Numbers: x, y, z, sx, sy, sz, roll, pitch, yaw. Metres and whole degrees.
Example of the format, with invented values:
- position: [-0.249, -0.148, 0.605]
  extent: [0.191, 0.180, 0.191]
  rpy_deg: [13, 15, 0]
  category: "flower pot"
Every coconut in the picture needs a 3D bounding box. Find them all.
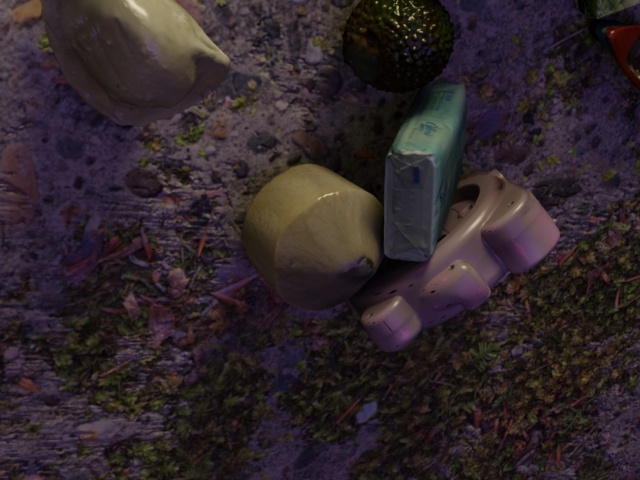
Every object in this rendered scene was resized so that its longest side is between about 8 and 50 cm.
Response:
- position: [0.000, 0.000, 1.468]
  extent: [0.202, 0.222, 0.202]
  rpy_deg: [-14, 121, -25]
  category: "coconut"

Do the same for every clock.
- position: [0.187, 0.028, 1.547]
  extent: [0.322, 0.295, 0.113]
  rpy_deg: [-39, 105, 1]
  category: "clock"

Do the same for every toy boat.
- position: [0.596, -0.303, 1.697]
  extent: [0.392, 0.079, 0.136]
  rpy_deg: [14, 113, -35]
  category: "toy boat"

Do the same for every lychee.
- position: [0.118, -0.289, 1.410]
  extent: [0.171, 0.171, 0.171]
  rpy_deg: [-13, 123, -21]
  category: "lychee"

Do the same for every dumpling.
- position: [-0.251, -0.239, 1.262]
  extent: [0.252, 0.131, 0.179]
  rpy_deg: [31, 125, -28]
  category: "dumpling"

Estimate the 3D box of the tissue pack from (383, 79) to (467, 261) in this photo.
- position: [0.159, -0.109, 1.472]
  extent: [0.089, 0.263, 0.177]
  rpy_deg: [7, 122, 13]
  category: "tissue pack"

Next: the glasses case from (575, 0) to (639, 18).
- position: [0.537, -0.443, 1.593]
  extent: [0.272, 0.062, 0.095]
  rpy_deg: [-21, 120, -16]
  category: "glasses case"
